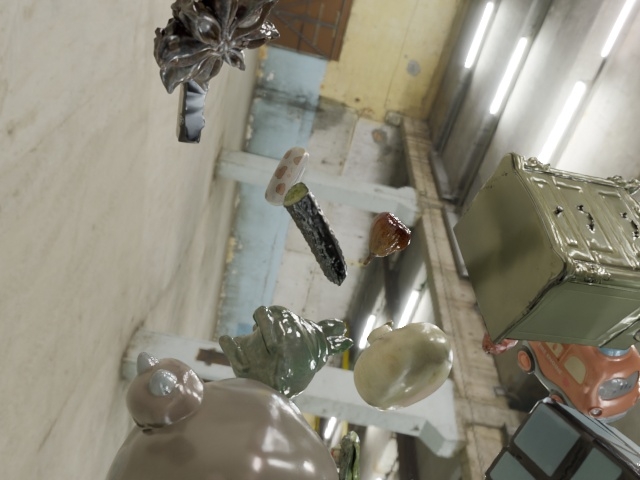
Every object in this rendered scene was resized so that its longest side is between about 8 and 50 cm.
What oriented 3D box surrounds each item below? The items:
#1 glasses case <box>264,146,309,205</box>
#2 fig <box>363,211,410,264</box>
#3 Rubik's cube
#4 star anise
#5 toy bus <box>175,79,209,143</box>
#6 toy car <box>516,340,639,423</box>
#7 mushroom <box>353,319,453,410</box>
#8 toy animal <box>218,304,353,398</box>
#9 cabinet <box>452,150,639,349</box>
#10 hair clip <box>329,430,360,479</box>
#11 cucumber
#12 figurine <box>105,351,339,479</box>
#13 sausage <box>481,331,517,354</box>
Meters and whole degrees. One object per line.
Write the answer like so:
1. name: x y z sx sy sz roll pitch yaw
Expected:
1. glasses case: -0.082 -0.159 1.343 0.164 0.063 0.041 -63 149 -15
2. fig: 0.183 -0.003 1.514 0.119 0.119 0.153 -85 -161 -52
3. Rubik's cube: 0.442 0.464 0.862 0.284 0.288 0.293 -58 -144 5
4. star anise: -0.183 -0.355 0.911 0.236 0.109 0.223 -36 170 33
5. toy bus: -0.277 -0.297 1.169 0.072 0.057 0.172 49 -48 54
6. toy car: 0.589 0.255 1.219 0.271 0.180 0.213 -117 -158 -44
7. mushroom: 0.186 0.286 1.292 0.202 0.246 0.246 54 -40 39
8. toy animal: -0.036 0.167 0.823 0.251 0.125 0.127 19 70 -60
9. cabinet: 0.472 0.027 1.023 0.228 0.317 0.290 114 -23 -45
10. hair clip: 0.067 0.666 1.415 0.138 0.091 0.322 34 51 -77
11. cucumber: 0.002 -0.001 1.249 0.072 0.072 0.300 -84 152 -48
12. figurine: -0.072 0.286 0.538 0.248 0.203 0.381 54 -17 47
13. sausage: 0.501 0.273 1.516 0.076 0.141 0.076 10 -76 45
